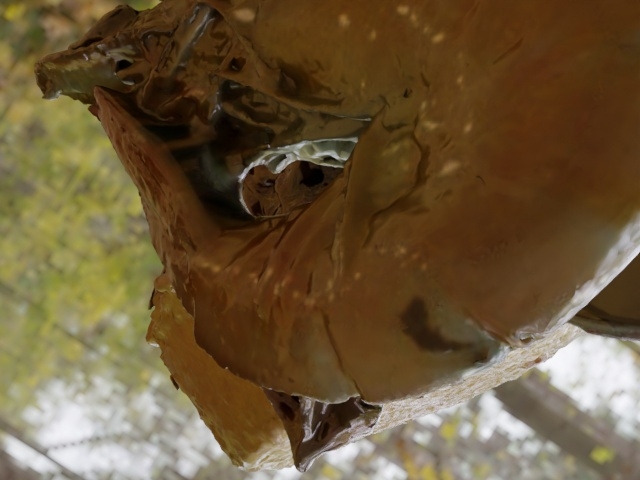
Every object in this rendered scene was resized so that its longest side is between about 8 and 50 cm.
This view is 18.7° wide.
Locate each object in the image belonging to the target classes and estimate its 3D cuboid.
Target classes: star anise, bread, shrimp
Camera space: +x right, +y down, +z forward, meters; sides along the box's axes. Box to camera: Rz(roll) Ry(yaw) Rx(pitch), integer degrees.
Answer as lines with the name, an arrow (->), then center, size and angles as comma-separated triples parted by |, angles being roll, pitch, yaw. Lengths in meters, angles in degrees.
star anise -> 0.002, 0.006, 1.021 | 0.214, 0.099, 0.220 | 142, -62, -63
bread -> 0.054, 0.032, 1.451 | 0.358, 0.204, 0.337 | -23, 172, -16
shrimp -> -0.005, -0.029, 0.568 | 0.267, 0.061, 0.145 | 17, -102, 43

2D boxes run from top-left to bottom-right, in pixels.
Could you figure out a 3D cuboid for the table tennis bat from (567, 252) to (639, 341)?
table tennis bat -> 0.118, 0.020, 0.931 | 0.138, 0.246, 0.022 | 29, -61, 47
